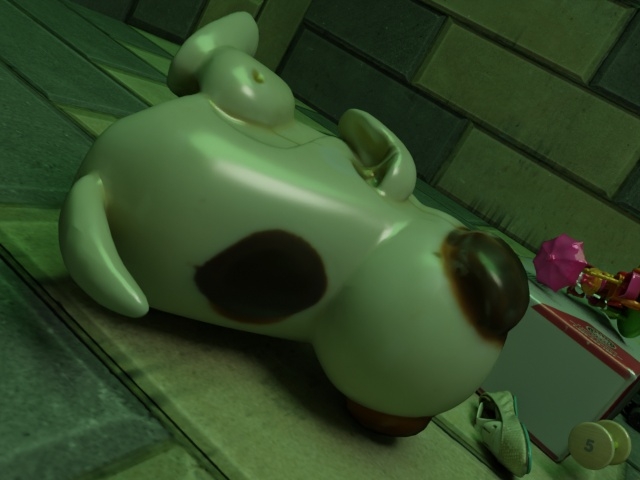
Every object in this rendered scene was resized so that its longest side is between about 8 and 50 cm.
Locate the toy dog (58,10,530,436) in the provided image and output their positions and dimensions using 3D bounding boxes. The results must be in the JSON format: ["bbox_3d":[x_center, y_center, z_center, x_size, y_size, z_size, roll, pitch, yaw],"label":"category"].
[{"bbox_3d":[0.000,0.000,0.612,0.407,0.285,0.395,32,16,-2],"label":"toy dog"}]

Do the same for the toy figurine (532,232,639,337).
[{"bbox_3d":[0.384,0.050,0.902,0.159,0.130,0.173,23,-5,5],"label":"toy figurine"}]

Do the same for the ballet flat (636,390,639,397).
[{"bbox_3d":[0.755,0.316,1.185,0.164,0.182,0.483,14,23,-48],"label":"ballet flat"}]

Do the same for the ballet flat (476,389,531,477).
[{"bbox_3d":[0.211,0.226,0.738,0.052,0.057,0.168,4,8,10],"label":"ballet flat"}]

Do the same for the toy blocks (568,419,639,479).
[{"bbox_3d":[0.363,0.278,0.747,0.148,0.054,0.123,15,56,-43],"label":"toy blocks"}]

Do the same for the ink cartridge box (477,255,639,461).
[{"bbox_3d":[0.362,0.159,0.989,0.279,0.160,0.384,41,19,31],"label":"ink cartridge box"}]

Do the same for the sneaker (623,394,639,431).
[{"bbox_3d":[0.610,0.330,1.119,0.170,0.051,0.089,33,20,22],"label":"sneaker"}]
